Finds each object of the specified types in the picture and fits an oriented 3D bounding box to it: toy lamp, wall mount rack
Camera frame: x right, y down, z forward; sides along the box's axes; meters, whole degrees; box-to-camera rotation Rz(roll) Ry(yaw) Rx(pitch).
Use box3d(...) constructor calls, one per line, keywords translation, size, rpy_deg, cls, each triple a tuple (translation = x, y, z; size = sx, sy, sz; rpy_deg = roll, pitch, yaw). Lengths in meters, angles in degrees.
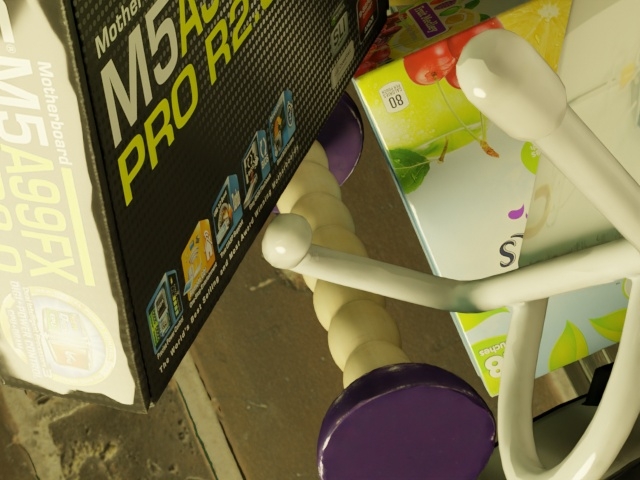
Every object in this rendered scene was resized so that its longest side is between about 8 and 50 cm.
box3d(translation=(0.000, 0.000, 0.764), size=(0.275, 0.080, 0.080), rpy_deg=(-109, -5, -52), cls="toy lamp")
box3d(translation=(0.077, -0.098, 0.548), size=(0.304, 0.130, 0.350), rpy_deg=(152, 132, -73), cls="wall mount rack")

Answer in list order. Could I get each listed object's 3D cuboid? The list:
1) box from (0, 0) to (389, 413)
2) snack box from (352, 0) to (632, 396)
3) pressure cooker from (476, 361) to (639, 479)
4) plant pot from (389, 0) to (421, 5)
box3d(translation=(-0.048, -0.107, 0.618), size=(0.270, 0.060, 0.216), rpy_deg=(-61, -27, -47), cls="box")
box3d(translation=(0.136, -0.050, 0.796), size=(0.070, 0.207, 0.174), rpy_deg=(-107, -6, -66), cls="snack box")
box3d(translation=(0.183, 0.234, 0.736), size=(0.370, 0.375, 0.420), rpy_deg=(61, 179, 3), cls="pressure cooker")
box3d(translation=(0.023, -0.276, 0.783), size=(0.239, 0.254, 0.254), rpy_deg=(94, 155, -55), cls="plant pot")
